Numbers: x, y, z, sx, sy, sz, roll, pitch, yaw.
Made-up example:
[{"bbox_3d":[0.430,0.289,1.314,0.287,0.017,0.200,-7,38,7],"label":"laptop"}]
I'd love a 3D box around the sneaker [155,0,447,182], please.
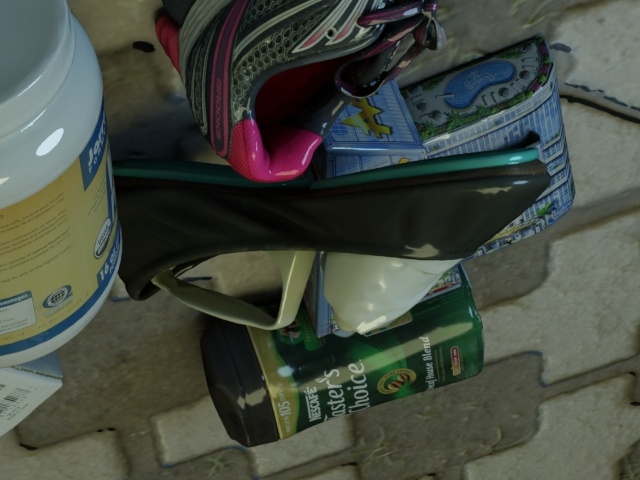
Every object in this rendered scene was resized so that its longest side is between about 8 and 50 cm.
[{"bbox_3d":[0.038,-0.150,0.930,0.121,0.112,0.299,9,135,-38],"label":"sneaker"}]

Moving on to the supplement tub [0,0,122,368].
[{"bbox_3d":[-0.176,-0.042,0.935,0.144,0.144,0.199,-14,147,-11],"label":"supplement tub"}]

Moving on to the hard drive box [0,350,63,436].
[{"bbox_3d":[-0.297,0.072,1.082,0.181,0.089,0.232,-39,143,25],"label":"hard drive box"}]

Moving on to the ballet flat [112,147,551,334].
[{"bbox_3d":[0.000,0.000,1.030,0.280,0.096,0.095,0,-174,35],"label":"ballet flat"}]

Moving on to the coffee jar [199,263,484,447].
[{"bbox_3d":[0.014,0.073,1.266,0.184,0.079,0.096,-18,147,-5],"label":"coffee jar"}]

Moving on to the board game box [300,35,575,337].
[{"bbox_3d":[0.060,-0.041,1.146,0.194,0.060,0.194,-21,148,0],"label":"board game box"}]
